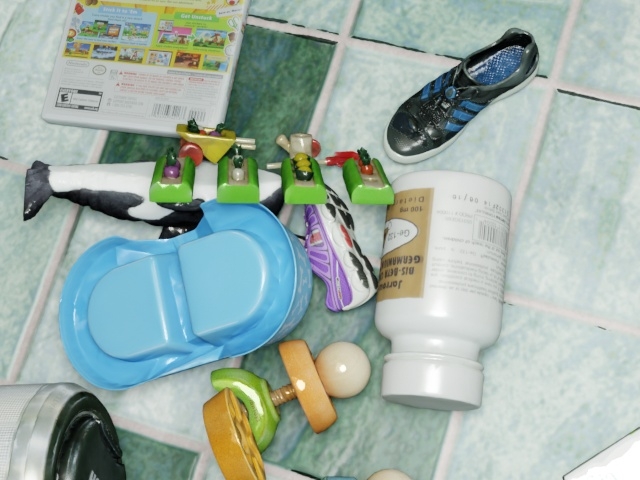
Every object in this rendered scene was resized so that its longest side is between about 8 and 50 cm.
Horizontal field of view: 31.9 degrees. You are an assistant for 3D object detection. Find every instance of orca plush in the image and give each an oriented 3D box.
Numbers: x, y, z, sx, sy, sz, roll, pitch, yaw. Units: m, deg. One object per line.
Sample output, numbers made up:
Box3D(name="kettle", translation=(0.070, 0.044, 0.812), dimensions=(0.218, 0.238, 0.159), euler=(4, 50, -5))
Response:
Box3D(name="orca plush", translation=(-0.184, -0.026, 1.250), dimensions=(0.287, 0.151, 0.102), euler=(-4, 113, -13))

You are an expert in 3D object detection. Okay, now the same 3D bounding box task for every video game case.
Box3D(name="video game case", translation=(-0.209, -0.228, 1.355), dimensions=(0.227, 0.026, 0.206), euler=(7, 76, 14))

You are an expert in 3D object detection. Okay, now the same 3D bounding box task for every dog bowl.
Box3D(name="dog bowl", translation=(-0.141, 0.061, 1.195), dimensions=(0.297, 0.074, 0.166), euler=(-19, 75, 23))

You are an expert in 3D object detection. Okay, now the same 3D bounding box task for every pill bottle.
Box3D(name="pill bottle", translation=(0.123, 0.053, 1.151), dimensions=(0.131, 0.131, 0.229), euler=(4, 75, 12))

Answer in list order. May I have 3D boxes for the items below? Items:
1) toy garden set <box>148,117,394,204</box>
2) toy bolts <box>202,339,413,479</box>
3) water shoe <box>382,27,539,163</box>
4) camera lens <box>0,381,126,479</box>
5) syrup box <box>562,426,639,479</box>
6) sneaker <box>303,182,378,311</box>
Box3D(name="toy garden set", translation=(-0.054, -0.092, 1.201), dimensions=(0.244, 0.204, 0.049), euler=(0, 109, -4))
Box3D(name="toy bolts", translation=(-0.001, 0.211, 1.105), dimensions=(0.158, 0.218, 0.229), euler=(-22, 88, 1))
Box3D(name="water shoe", translation=(0.149, -0.166, 1.235), dimensions=(0.203, 0.080, 0.073), euler=(-37, 70, -1))
Box3D(name="camera lens", translation=(-0.352, 0.258, 1.140), dimensions=(0.274, 0.219, 0.219), euler=(-4, 74, 10))
Box3D(name="syrup box", translation=(0.334, 0.301, 1.057), dimensions=(0.093, 0.096, 0.237), euler=(-33, 72, 1))
Box3D(name="sneaker", translation=(0.000, 0.000, 1.229), dimensions=(0.071, 0.068, 0.170), euler=(-30, 64, 20))
